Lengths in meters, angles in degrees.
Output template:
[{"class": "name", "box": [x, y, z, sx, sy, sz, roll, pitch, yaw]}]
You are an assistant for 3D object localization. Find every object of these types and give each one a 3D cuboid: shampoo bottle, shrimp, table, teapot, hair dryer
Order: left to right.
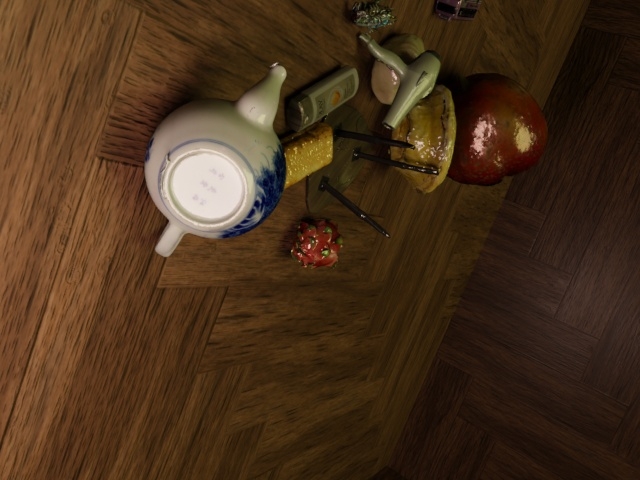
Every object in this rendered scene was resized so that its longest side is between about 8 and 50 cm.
[{"class": "teapot", "box": [-0.189, -0.139, 1.103, 0.424, 0.252, 0.280, -53, -166, 19]}, {"class": "shampoo bottle", "box": [0.007, -0.344, 1.430, 0.227, 0.055, 0.086, -40, 148, -38]}, {"class": "shrimp", "box": [0.121, -0.558, 1.462, 0.174, 0.076, 0.082, -21, 90, -47]}, {"class": "table", "box": [0.141, -0.196, 1.578, 0.317, 0.249, 0.318, -41, 145, -37]}, {"class": "hair dryer", "box": [0.182, -0.395, 1.512, 0.088, 0.224, 0.219, -167, -91, -79]}]

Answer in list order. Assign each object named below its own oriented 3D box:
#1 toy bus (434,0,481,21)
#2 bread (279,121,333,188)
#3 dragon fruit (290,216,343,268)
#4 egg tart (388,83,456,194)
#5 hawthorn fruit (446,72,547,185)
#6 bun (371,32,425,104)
[{"class": "toy bus", "box": [0.417, -0.713, 1.798, 0.178, 0.086, 0.098, -25, 140, -53]}, {"class": "bread", "box": [-0.055, -0.203, 1.413, 0.211, 0.083, 0.114, -36, 138, -42]}, {"class": "dragon fruit", "box": [0.001, 0.004, 1.647, 0.236, 0.135, 0.137, -34, 138, -72]}, {"class": "egg tart", "box": [0.291, -0.310, 1.791, 0.345, 0.132, 0.346, -175, -90, -80]}, {"class": "hawthorn fruit", "box": [0.545, -0.392, 2.020, 0.403, 0.402, 0.403, -40, 144, -38]}, {"class": "bun", "box": [0.233, -0.471, 1.641, 0.193, 0.127, 0.179, -48, 147, -32]}]
